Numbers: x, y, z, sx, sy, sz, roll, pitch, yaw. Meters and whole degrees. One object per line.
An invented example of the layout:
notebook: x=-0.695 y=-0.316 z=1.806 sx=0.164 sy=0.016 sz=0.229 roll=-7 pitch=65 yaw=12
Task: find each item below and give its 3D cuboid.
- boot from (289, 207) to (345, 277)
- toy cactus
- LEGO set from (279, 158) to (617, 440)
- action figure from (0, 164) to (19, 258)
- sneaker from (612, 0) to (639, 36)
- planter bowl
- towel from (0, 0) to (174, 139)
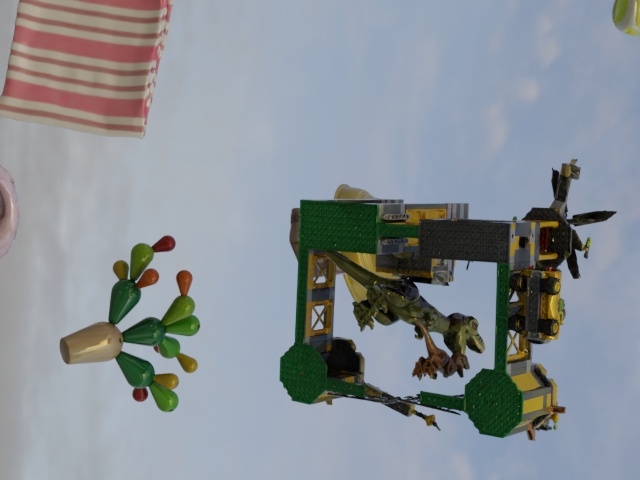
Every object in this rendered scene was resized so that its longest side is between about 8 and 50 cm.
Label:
boot: x=0.000 y=0.000 z=1.483 sx=0.042 sy=0.118 sz=0.087 roll=-10 pitch=-93 yaw=23
toy cactus: x=-0.237 y=0.111 z=1.560 sx=0.112 sy=0.180 sz=0.219 roll=22 pitch=-62 yaw=54
LEGO set: x=0.128 y=0.062 z=1.233 sx=0.331 sy=0.192 sz=0.255 roll=-6 pitch=-92 yaw=39
action figure: x=-0.230 y=-0.168 z=0.578 sx=0.370 sy=0.276 sz=0.248 roll=-62 pitch=-173 yaw=16
sneaker: x=0.478 y=-0.391 z=1.739 sx=0.091 sy=0.126 sz=0.240 roll=171 pitch=-70 yaw=-79
planter bowl: x=0.100 y=0.004 z=2.025 sx=0.090 sy=0.217 sz=0.217 roll=-13 pitch=-108 yaw=18
towel: x=-0.214 y=-0.196 z=1.154 sx=0.029 sy=0.144 sz=0.197 roll=66 pitch=33 yaw=-77
